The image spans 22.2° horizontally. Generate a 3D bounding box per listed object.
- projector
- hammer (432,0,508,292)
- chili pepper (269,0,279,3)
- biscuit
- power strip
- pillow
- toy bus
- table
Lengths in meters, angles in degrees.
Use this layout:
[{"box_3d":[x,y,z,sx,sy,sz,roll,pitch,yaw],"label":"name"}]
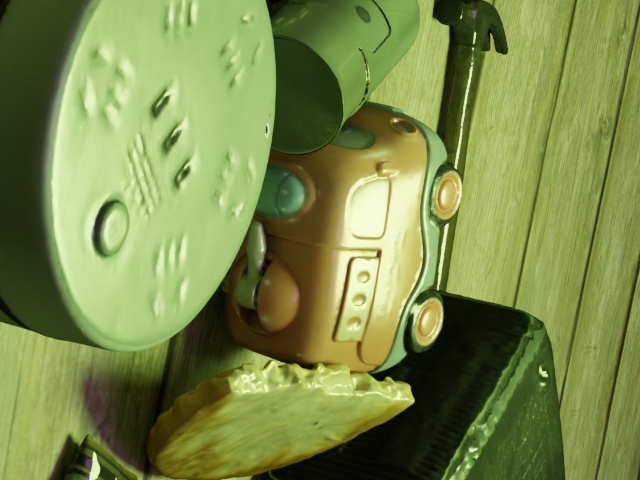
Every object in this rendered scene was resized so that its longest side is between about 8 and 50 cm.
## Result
[{"box_3d":[0.134,0.326,1.983,0.395,0.242,0.405,-51,142,-41],"label":"projector"},{"box_3d":[0.164,-0.091,2.091,0.168,0.044,0.439,-5,106,-62],"label":"hammer"},{"box_3d":[-0.073,-0.234,1.543,0.182,0.050,0.073,-45,132,-52],"label":"chili pepper"},{"box_3d":[-0.060,0.180,1.612,0.309,0.204,0.040,11,51,-53],"label":"biscuit"},{"box_3d":[-0.171,-0.097,1.268,0.357,0.161,0.357,-37,133,-55],"label":"power strip"},{"box_3d":[-0.226,0.286,1.471,0.203,0.038,0.113,-68,152,-21],"label":"pillow"},{"box_3d":[0.000,0.000,1.658,0.232,0.194,0.287,-4,106,-50],"label":"toy bus"},{"box_3d":[0.005,-0.187,1.605,0.220,0.126,0.126,-52,145,-52],"label":"table"}]
